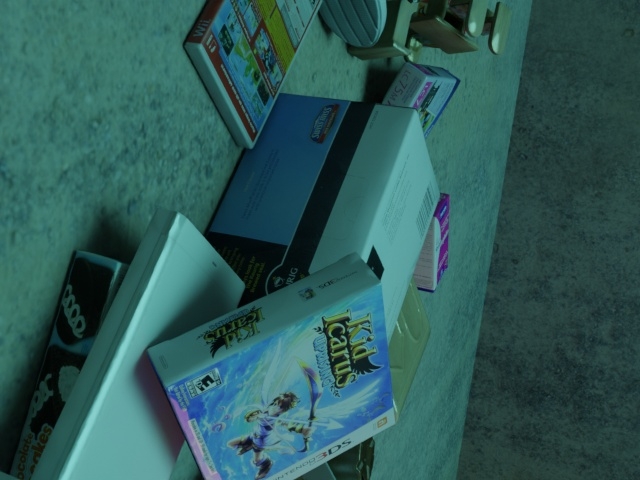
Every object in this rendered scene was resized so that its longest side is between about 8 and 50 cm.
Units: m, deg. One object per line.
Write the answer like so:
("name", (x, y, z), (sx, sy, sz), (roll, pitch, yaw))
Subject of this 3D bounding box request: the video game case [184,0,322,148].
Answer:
("video game case", (-0.077, -0.294, 1.044), (0.204, 0.025, 0.285), (65, 42, -57))

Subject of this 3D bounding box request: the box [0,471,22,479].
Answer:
("box", (-0.294, 0.261, 0.648), (0.126, 0.137, 0.072), (-46, 143, -53))

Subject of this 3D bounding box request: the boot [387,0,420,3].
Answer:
("boot", (0.147, -0.493, 1.234), (0.091, 0.263, 0.229), (-95, 177, -62))

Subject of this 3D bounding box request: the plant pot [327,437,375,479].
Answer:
("plant pot", (0.003, 0.358, 1.361), (0.167, 0.165, 0.167), (2, 90, -75))

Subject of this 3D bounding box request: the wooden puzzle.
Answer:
("wooden puzzle", (0.105, 0.111, 1.427), (0.322, 0.080, 0.348), (-49, 127, -62))

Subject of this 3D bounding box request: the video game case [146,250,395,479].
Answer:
("video game case", (-0.038, 0.170, 0.881), (0.244, 0.061, 0.269), (-26, 136, -16))

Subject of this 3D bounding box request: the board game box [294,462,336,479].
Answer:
("board game box", (-0.061, 0.452, 1.223), (0.224, 0.097, 0.303), (-27, 141, -7))

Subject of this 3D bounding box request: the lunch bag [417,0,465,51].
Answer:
("lunch bag", (0.269, -0.554, 1.653), (0.258, 0.120, 0.293), (37, 68, -71))

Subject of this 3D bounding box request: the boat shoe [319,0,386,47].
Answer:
("boat shoe", (0.041, -0.422, 1.163), (0.302, 0.109, 0.094), (65, 40, -52))

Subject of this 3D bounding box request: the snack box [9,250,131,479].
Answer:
("snack box", (-0.236, 0.187, 0.858), (0.187, 0.060, 0.322), (32, 72, -67))

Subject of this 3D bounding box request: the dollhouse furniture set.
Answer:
("dollhouse furniture set", (0.184, -0.372, 1.416), (0.242, 0.212, 0.161), (19, 81, -42))

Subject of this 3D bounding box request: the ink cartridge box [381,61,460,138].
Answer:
("ink cartridge box", (0.191, -0.262, 1.592), (0.186, 0.065, 0.311), (-59, 167, 21))

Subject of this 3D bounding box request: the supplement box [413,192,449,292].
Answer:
("supplement box", (0.236, -0.001, 1.860), (0.111, 0.114, 0.220), (-53, 146, -45))

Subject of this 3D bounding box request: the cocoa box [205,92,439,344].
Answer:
("cocoa box", (0.000, 0.000, 1.112), (0.231, 0.228, 0.347), (61, 45, -57))

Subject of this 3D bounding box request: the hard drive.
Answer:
("hard drive", (-0.181, 0.146, 0.836), (0.203, 0.040, 0.307), (60, 46, -60))
